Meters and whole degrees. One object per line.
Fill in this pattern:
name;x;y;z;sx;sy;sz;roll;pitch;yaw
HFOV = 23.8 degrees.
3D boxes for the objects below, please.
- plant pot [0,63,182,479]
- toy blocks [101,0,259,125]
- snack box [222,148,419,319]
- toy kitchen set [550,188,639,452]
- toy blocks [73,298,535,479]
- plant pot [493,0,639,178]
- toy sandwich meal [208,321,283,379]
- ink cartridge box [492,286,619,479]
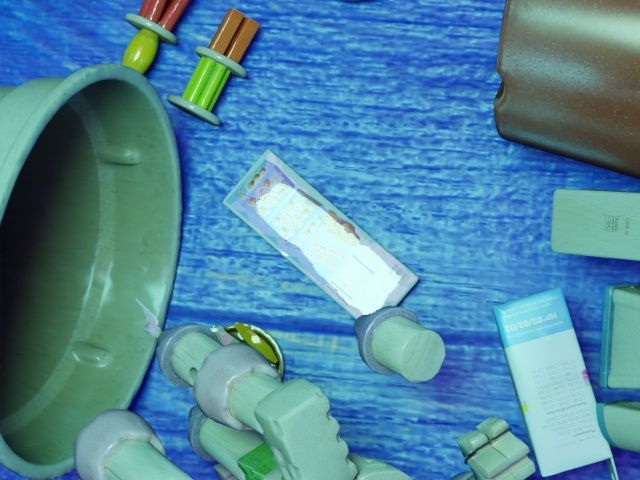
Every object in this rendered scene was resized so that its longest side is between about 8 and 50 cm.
plant pot;-0.322;-0.001;1.250;0.305;0.334;0.334;11;86;18
toy blocks;-0.111;-0.193;1.356;0.123;0.054;0.148;26;88;9
snack box;0.000;0.000;1.342;0.178;0.022;0.064;41;91;8
toy kitchen set;0.282;0.064;1.238;0.122;0.166;0.207;7;95;47
toy blocks;-0.028;0.188;1.245;0.309;0.260;0.289;-32;117;-20
plant pot;0.290;-0.155;1.218;0.265;0.272;0.272;13;86;16
toy sandwich meal;-0.074;0.109;1.336;0.085;0.029;0.086;-1;85;6
ink cartridge box;0.197;0.136;1.265;0.061;0.104;0.181;-17;83;6
